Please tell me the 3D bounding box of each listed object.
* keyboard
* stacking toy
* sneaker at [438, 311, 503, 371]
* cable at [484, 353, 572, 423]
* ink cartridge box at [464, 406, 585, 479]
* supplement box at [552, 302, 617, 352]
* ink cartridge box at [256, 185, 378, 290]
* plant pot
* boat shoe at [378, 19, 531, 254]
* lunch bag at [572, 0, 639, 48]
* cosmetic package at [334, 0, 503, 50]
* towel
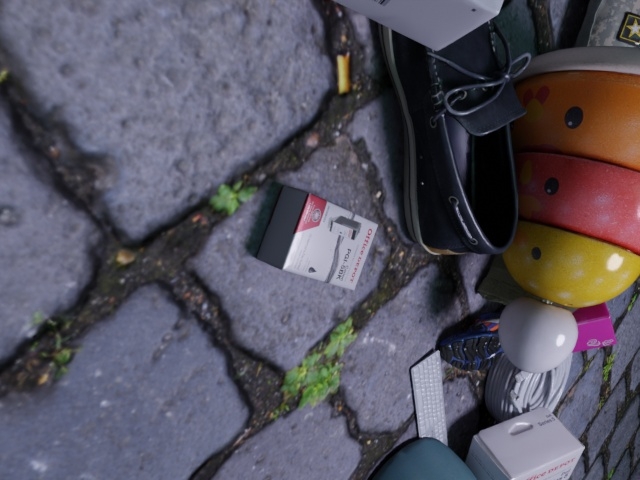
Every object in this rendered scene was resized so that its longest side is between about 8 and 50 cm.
[{"bbox_3d":[0.210,0.325,0.992,0.072,0.014,0.255,-29,122,-32],"label":"keyboard"},{"bbox_3d":[0.403,-0.018,0.806,0.351,0.351,0.479,17,91,-44],"label":"stacking toy"},{"bbox_3d":[0.320,0.187,1.002,0.222,0.087,0.083,-9,115,-22],"label":"sneaker"},{"bbox_3d":[0.478,0.316,1.180,0.257,0.089,0.257,-35,126,-29],"label":"cable"},{"bbox_3d":[0.408,0.509,1.098,0.199,0.114,0.272,-12,126,-22],"label":"ink cartridge box"},{"bbox_3d":[0.483,0.096,1.016,0.114,0.111,0.219,50,32,-40],"label":"supplement box"},{"bbox_3d":[0.000,0.000,0.661,0.135,0.056,0.099,19,90,-44],"label":"ink cartridge box"},{"bbox_3d":[0.216,0.544,0.938,0.290,0.196,0.289,-16,117,-35],"label":"plant pot"},{"bbox_3d":[0.196,-0.198,0.705,0.187,0.156,0.499,-26,119,-32],"label":"boat shoe"},{"bbox_3d":[0.600,-0.378,1.004,0.287,0.169,0.235,9,101,-36],"label":"lunch bag"},{"bbox_3d":[0.085,-0.350,0.505,0.224,0.138,0.224,21,91,-14],"label":"cosmetic package"},{"bbox_3d":[0.371,0.074,0.959,0.027,0.148,0.110,35,80,-37],"label":"towel"}]
